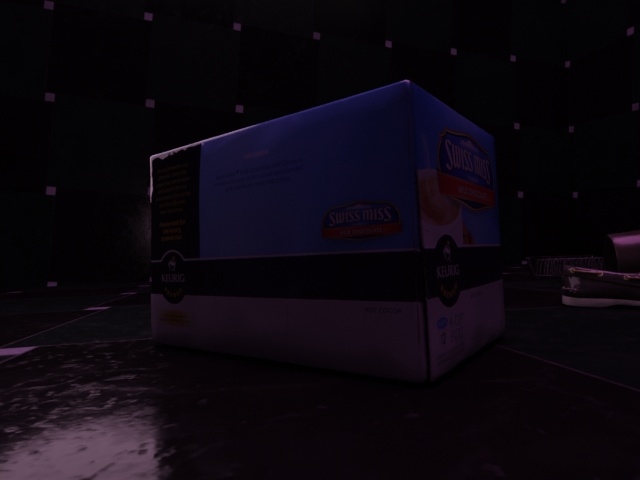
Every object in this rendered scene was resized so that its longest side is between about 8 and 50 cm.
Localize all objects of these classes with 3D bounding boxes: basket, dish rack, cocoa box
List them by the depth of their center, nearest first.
[{"bbox_3d":[0.000,0.000,0.496,0.346,0.228,0.231,-4,-3,37],"label":"cocoa box"},{"bbox_3d":[0.826,0.036,1.047,0.226,0.154,0.204,-7,-5,21],"label":"basket"},{"bbox_3d":[0.789,0.084,1.352,0.208,0.074,0.271,-3,-2,5],"label":"dish rack"}]

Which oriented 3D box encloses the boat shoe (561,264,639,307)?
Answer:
[{"bbox_3d":[0.503,0.069,0.677,0.227,0.069,0.081,-4,-3,31],"label":"boat shoe"}]
